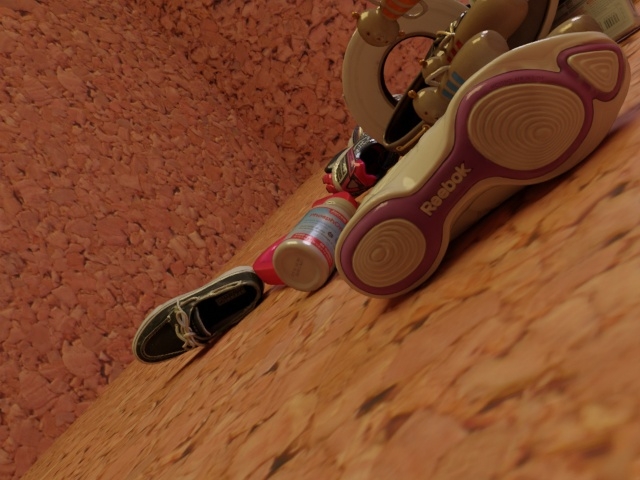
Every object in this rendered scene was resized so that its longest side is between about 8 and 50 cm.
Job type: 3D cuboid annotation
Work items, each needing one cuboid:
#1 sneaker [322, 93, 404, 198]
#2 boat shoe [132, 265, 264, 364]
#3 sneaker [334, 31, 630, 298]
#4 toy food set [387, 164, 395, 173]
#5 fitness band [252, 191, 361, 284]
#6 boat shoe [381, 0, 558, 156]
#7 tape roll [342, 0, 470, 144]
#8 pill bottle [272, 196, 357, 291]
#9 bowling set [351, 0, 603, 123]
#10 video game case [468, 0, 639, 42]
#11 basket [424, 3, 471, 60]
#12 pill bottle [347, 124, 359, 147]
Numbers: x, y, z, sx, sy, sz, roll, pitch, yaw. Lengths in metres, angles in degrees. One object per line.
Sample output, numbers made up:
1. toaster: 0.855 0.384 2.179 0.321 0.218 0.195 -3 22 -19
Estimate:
1. sneaker: 0.131 -0.193 1.291 0.112 0.121 0.299 -19 31 55
2. boat shoe: -0.245 0.163 1.254 0.307 0.113 0.105 -27 15 4
3. sneaker: 0.133 -0.079 0.590 0.305 0.114 0.152 -40 9 20
4. toy food set: 0.167 -0.154 1.204 0.082 0.020 0.083 -47 8 -31
5. fitness band: -0.026 0.000 1.195 0.209 0.054 0.291 -47 13 -19
6. boat shoe: 0.192 -0.235 0.859 0.324 0.097 0.116 -58 37 44
7. tape roll: 0.164 -0.277 1.058 0.246 0.246 0.169 -41 8 16
8. pill bottle: 0.000 0.000 0.954 0.087 0.087 0.160 -37 10 40
9. bowling set: 0.171 -0.165 0.691 0.154 0.287 0.199 136 143 -54
10. video game case: 0.293 -0.298 0.820 0.022 0.173 0.190 -13 -11 -35
11. basket: 0.314 -0.411 1.428 0.204 0.154 0.227 -49 3 1
12. pill bottle: 0.140 -0.253 1.559 0.112 0.112 0.187 -46 8 -21
